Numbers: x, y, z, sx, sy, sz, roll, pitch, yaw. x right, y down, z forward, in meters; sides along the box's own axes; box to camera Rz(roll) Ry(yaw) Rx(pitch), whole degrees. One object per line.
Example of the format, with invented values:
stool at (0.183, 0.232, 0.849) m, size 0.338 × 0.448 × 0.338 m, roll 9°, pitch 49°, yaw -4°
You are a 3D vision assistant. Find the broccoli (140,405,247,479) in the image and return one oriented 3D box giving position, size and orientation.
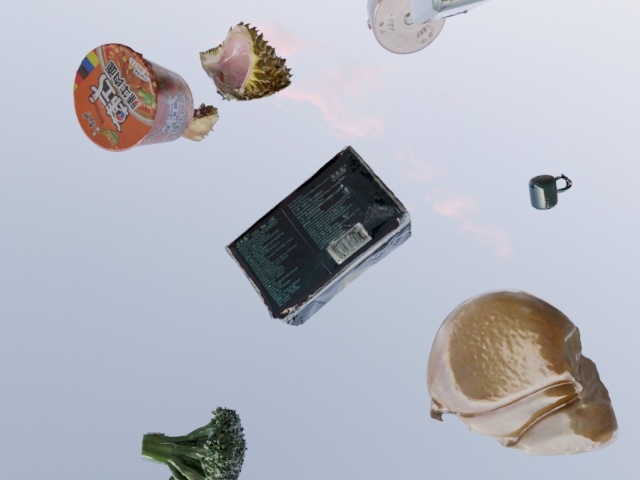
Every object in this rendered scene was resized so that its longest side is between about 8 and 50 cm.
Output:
broccoli at (-0.233, 0.390, 0.918) m, size 0.194 × 0.220 × 0.194 m, roll 4°, pitch -108°, yaw -12°

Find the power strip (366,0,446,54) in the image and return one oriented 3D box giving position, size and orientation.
power strip at (0.167, -0.452, 0.990) m, size 0.154 × 0.154 × 0.078 m, roll 5°, pitch -134°, yaw -15°

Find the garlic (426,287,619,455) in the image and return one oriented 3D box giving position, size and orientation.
garlic at (0.252, 0.174, 0.673) m, size 0.110 × 0.228 × 0.217 m, roll -7°, pitch -104°, yaw -50°

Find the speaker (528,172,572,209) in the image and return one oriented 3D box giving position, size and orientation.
speaker at (0.528, -0.119, 1.159) m, size 0.094 × 0.075 × 0.060 m, roll -26°, pitch -154°, yaw -17°

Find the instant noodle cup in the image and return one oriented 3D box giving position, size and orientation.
instant noodle cup at (-0.453, -0.349, 1.260) m, size 0.250 × 0.250 × 0.192 m, roll 37°, pitch -160°, yaw 10°

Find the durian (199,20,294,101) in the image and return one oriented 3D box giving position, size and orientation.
durian at (-0.166, -0.444, 1.275) m, size 0.195 × 0.186 × 0.305 m, roll 3°, pitch -156°, yaw -35°

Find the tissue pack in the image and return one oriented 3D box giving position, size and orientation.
tissue pack at (0.000, 0.000, 1.295) m, size 0.416 × 0.253 × 0.264 m, roll -40°, pitch -104°, yaw -1°

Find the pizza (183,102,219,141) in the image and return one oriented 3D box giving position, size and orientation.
pizza at (-0.403, -0.396, 1.627) m, size 0.154 × 0.194 × 0.069 m, roll 23°, pitch -126°, yaw -53°

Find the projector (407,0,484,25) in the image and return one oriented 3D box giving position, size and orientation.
projector at (0.145, -0.405, 0.593) m, size 0.099 × 0.257 × 0.192 m, roll -12°, pitch -163°, yaw 7°
